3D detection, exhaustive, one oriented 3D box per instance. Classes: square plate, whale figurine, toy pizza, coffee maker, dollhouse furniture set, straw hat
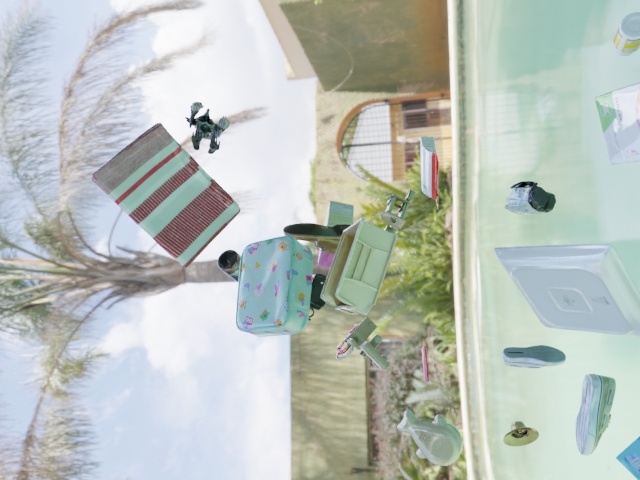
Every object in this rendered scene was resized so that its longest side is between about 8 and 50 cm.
[{"bbox_3d":[0.691,0.148,1.431,0.347,0.344,0.049,49,-116,-21],"label":"square plate"},{"bbox_3d":[0.469,0.823,2.204,0.141,0.272,0.216,-5,-61,-65],"label":"whale figurine"},{"bbox_3d":[0.126,0.412,2.169,0.032,0.201,0.201,42,-157,-6],"label":"toy pizza"},{"bbox_3d":[-0.066,0.198,1.974,0.171,0.178,0.120,-47,-63,-25],"label":"coffee maker"},{"bbox_3d":[0.203,0.372,1.898,0.144,0.123,0.151,47,164,-4],"label":"dollhouse furniture set"},{"bbox_3d":[0.310,-0.124,2.237,0.181,0.101,0.161,-65,3,-37],"label":"dollhouse furniture set"},{"bbox_3d":[0.757,0.723,1.982,0.061,0.145,0.144,-94,-7,-49],"label":"straw hat"}]

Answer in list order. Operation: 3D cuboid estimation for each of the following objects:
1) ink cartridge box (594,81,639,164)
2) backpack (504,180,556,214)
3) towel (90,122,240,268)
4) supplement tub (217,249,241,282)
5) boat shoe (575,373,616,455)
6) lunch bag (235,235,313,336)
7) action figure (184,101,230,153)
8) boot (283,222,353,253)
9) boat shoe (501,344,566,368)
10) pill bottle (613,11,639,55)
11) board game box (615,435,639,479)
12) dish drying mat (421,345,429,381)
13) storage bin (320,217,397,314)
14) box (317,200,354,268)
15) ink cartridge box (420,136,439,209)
[{"bbox_3d":[0.883,-0.317,1.308,0.353,0.119,0.207,-168,60,-78],"label":"ink cartridge box"},{"bbox_3d":[0.844,-0.167,2.124,0.115,0.152,0.182,-61,24,-8],"label":"backpack"},{"bbox_3d":[-0.394,-0.121,1.369,0.329,0.037,0.237,47,-117,-15],"label":"towel"},{"bbox_3d":[-0.372,0.125,2.323,0.198,0.106,0.105,54,-145,-56],"label":"supplement tub"},{"bbox_3d":[0.960,0.611,1.802,0.109,0.094,0.301,-60,-26,-76],"label":"boat shoe"},{"bbox_3d":[-0.136,0.129,1.472,0.108,0.224,0.278,29,-124,-46],"label":"lunch bag"},{"bbox_3d":[-0.440,-0.452,2.023,0.140,0.164,0.275,-58,29,29],"label":"action figure"},{"bbox_3d":[0.000,0.000,2.018,0.112,0.306,0.115,-111,29,-56],"label":"boot"},{"bbox_3d":[0.820,0.453,2.001,0.083,0.227,0.075,-66,-31,-43],"label":"boat shoe"},{"bbox_3d":[0.735,-0.484,1.231,0.116,0.065,0.065,16,-109,-70],"label":"pill bottle"},{"bbox_3d":[0.952,0.538,1.385,0.336,0.253,0.079,29,-164,-44],"label":"board game box"},{"bbox_3d":[0.252,0.297,1.248,0.032,0.008,0.083,101,169,-74],"label":"dish drying mat"},{"bbox_3d":[0.110,0.091,1.616,0.262,0.123,0.260,144,147,-78],"label":"storage bin"},{"bbox_3d":[0.070,-0.025,2.361,0.242,0.118,0.213,-82,4,-56],"label":"box"},{"bbox_3d":[0.390,-0.244,1.862,0.232,0.066,0.188,-72,-21,-54],"label":"ink cartridge box"}]
